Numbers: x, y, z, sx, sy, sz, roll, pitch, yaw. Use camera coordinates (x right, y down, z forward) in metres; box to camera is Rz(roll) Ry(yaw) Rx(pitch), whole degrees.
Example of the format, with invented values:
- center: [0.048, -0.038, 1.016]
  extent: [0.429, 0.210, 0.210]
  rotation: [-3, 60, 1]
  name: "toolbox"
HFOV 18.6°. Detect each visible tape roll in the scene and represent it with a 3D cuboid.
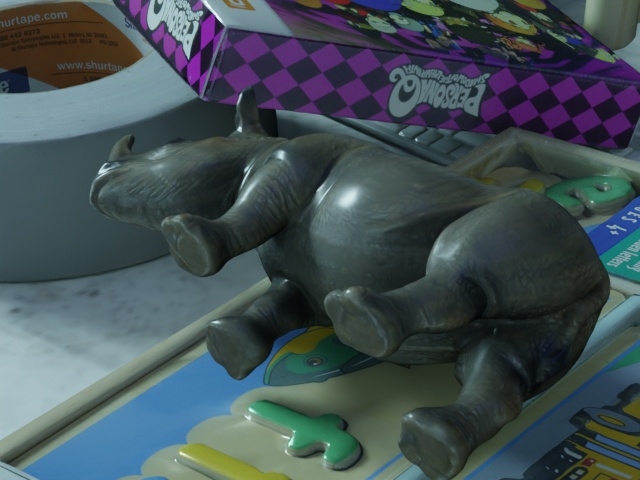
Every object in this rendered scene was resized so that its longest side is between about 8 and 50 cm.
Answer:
- center: [-0.131, -0.064, 0.949]
  extent: [0.219, 0.072, 0.219]
  rotation: [-3, 30, 2]
  name: "tape roll"

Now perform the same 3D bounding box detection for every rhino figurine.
- center: [0.000, 0.000, 0.708]
  extent: [0.106, 0.073, 0.243]
  rotation: [-29, 35, -31]
  name: "rhino figurine"

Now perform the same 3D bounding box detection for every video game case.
- center: [0.009, -0.116, 0.931]
  extent: [0.232, 0.041, 0.210]
  rotation: [5, 28, -31]
  name: "video game case"

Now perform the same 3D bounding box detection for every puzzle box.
- center: [0.057, 0.086, 0.673]
  extent: [0.272, 0.052, 0.409]
  rotation: [20, 37, 36]
  name: "puzzle box"

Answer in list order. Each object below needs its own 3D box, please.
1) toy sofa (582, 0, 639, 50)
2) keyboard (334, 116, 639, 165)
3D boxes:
- center: [0.069, -0.262, 1.050]
  extent: [0.177, 0.150, 0.362]
  rotation: [-26, 52, -22]
  name: "toy sofa"
- center: [0.072, -0.060, 0.974]
  extent: [0.072, 0.014, 0.256]
  rotation: [-25, 35, -33]
  name: "keyboard"
